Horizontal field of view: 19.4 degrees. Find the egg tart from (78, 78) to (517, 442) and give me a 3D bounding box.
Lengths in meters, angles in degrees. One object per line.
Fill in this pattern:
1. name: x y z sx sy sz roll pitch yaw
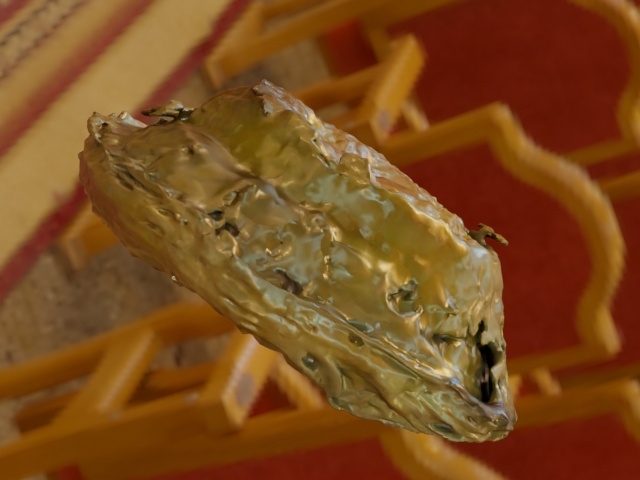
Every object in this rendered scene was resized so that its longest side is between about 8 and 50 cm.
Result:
1. egg tart: 0.000 0.000 0.457 0.130 0.052 0.130 33 5 -3
